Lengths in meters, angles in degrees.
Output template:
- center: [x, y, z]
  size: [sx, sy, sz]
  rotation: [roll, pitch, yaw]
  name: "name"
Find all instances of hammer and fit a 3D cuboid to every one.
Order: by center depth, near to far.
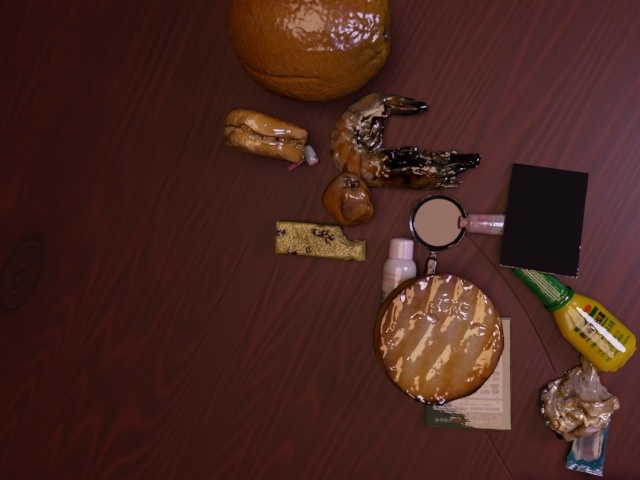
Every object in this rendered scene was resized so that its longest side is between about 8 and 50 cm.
- center: [-0.048, -0.198, 1.475]
  size: [0.083, 0.031, 0.052]
  rotation: [-31, 81, 19]
  name: "hammer"

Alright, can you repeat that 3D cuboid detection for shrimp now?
- center: [0.193, -0.237, 1.390]
  size: [0.365, 0.071, 0.233]
  rotation: [5, 90, 22]
  name: "shrimp"

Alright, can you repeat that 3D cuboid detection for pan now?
- center: [0.270, 0.006, 1.403]
  size: [0.136, 0.028, 0.235]
  rotation: [11, 91, 14]
  name: "pan"

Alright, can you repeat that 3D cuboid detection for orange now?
- center: [-0.019, -0.469, 1.306]
  size: [0.357, 0.322, 0.322]
  rotation: [13, 95, 22]
  name: "orange"

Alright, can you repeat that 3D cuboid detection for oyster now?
- center: [0.573, 0.349, 1.316]
  size: [0.163, 0.081, 0.191]
  rotation: [0, 72, 19]
  name: "oyster"

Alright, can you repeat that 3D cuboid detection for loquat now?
- center: [0.067, -0.097, 1.397]
  size: [0.113, 0.137, 0.137]
  rotation: [-31, 84, -16]
  name: "loquat"

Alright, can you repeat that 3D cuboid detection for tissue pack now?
- center: [0.605, 0.455, 1.341]
  size: [0.085, 0.028, 0.138]
  rotation: [9, 90, 10]
  name: "tissue pack"

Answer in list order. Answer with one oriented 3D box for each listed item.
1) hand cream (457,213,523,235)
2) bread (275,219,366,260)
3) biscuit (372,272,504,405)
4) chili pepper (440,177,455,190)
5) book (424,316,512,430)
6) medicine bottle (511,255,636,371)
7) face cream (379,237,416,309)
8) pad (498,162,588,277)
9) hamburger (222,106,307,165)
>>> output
- center: [0.421, -0.033, 1.353]
  size: [0.209, 0.043, 0.067]
  rotation: [3, 92, 0]
  name: "hand cream"
- center: [0.000, 0.000, 1.459]
  size: [0.226, 0.049, 0.088]
  rotation: [4, 93, 13]
  name: "bread"
- center: [0.262, 0.216, 1.329]
  size: [0.296, 0.102, 0.296]
  rotation: [0, 92, -7]
  name: "biscuit"
- center: [0.304, -0.158, 1.393]
  size: [0.030, 0.034, 0.091]
  rotation: [24, 100, 45]
  name: "chili pepper"
- center: [0.347, 0.311, 1.397]
  size: [0.202, 0.027, 0.264]
  rotation: [-1, 91, 13]
  name: "book"
- center: [0.555, 0.153, 1.316]
  size: [0.111, 0.076, 0.309]
  rotation: [-44, 80, -10]
  name: "medicine bottle"
- center: [0.182, 0.127, 1.403]
  size: [0.082, 0.082, 0.269]
  rotation: [4, 93, 14]
  name: "face cream"
- center: [0.498, -0.048, 1.322]
  size: [0.170, 0.006, 0.245]
  rotation: [9, 79, 10]
  name: "pad"
- center: [-0.136, -0.248, 1.405]
  size: [0.213, 0.214, 0.108]
  rotation: [19, 100, 12]
  name: "hamburger"
